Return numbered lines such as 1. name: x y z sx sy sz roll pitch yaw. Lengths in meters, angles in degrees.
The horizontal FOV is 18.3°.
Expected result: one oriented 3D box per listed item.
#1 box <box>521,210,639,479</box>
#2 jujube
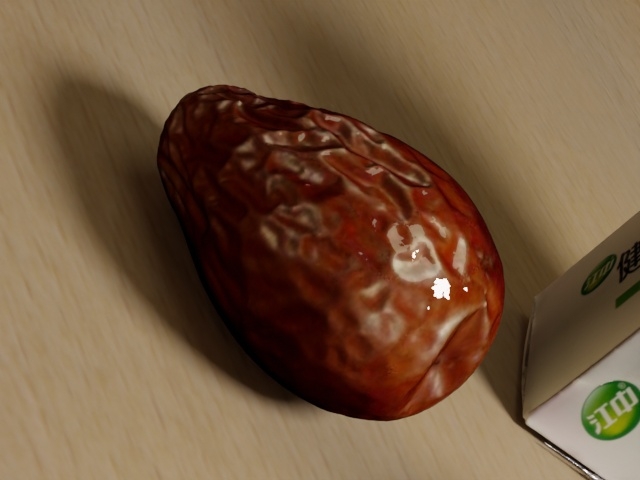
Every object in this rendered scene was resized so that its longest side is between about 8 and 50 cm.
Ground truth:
1. box: 0.306 0.039 1.331 0.173 0.333 0.145 35 34 -18
2. jujube: 0.000 0.000 1.190 0.236 0.168 0.168 41 26 24
